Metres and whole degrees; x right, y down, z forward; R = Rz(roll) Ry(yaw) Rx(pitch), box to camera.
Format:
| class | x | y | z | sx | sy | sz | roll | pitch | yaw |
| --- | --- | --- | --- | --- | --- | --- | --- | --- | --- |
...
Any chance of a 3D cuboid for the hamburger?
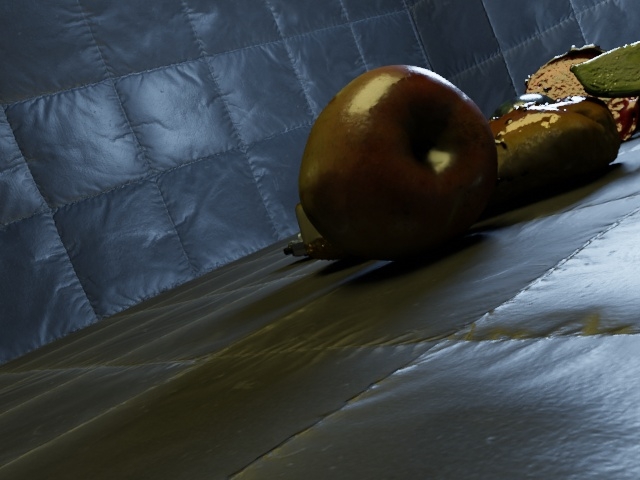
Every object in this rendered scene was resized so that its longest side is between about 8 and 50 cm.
| class | x | y | z | sx | sy | sz | roll | pitch | yaw |
| --- | --- | --- | --- | --- | --- | --- | --- | --- | --- |
| hamburger | 0.086 | -0.056 | 1.573 | 0.276 | 0.179 | 0.294 | -22 | 6 | 34 |

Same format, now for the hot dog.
| class | x | y | z | sx | sy | sz | roll | pitch | yaw |
| --- | --- | --- | --- | --- | --- | --- | --- | --- | --- |
| hot dog | 0.416 | -0.184 | 1.461 | 0.365 | 0.196 | 0.367 | -15 | 10 | 33 |

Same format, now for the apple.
| class | x | y | z | sx | sy | sz | roll | pitch | yaw |
| --- | --- | --- | --- | --- | --- | --- | --- | --- | --- |
| apple | 0.129 | -0.119 | 1.253 | 0.338 | 0.338 | 0.305 | -24 | -7 | -22 |

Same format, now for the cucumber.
| class | x | y | z | sx | sy | sz | roll | pitch | yaw |
| --- | --- | --- | --- | --- | --- | --- | --- | --- | --- |
| cucumber | 0.668 | -0.350 | 1.428 | 0.325 | 0.145 | 0.105 | -19 | -19 | 3 |

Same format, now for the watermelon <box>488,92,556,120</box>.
| class | x | y | z | sx | sy | sz | roll | pitch | yaw |
| --- | --- | --- | --- | --- | --- | --- | --- | --- | --- |
| watermelon | 0.508 | -0.257 | 1.736 | 0.212 | 0.212 | 0.212 | -22 | 4 | 2 |

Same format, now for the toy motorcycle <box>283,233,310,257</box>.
| class | x | y | z | sx | sy | sz | roll | pitch | yaw |
| --- | --- | --- | --- | --- | --- | --- | --- | --- | --- |
| toy motorcycle | 0.000 | 0.000 | 2.006 | 0.152 | 0.073 | 0.225 | -23 | 5 | -34 |

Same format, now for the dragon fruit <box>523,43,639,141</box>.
| class | x | y | z | sx | sy | sz | roll | pitch | yaw |
| --- | --- | --- | --- | --- | --- | --- | --- | --- | --- |
| dragon fruit | 0.695 | -0.376 | 1.865 | 0.343 | 0.282 | 0.100 | 18 | -8 | 40 |

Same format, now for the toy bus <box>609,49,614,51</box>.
| class | x | y | z | sx | sy | sz | roll | pitch | yaw |
| --- | --- | --- | --- | --- | --- | --- | --- | --- | --- |
| toy bus | 0.825 | -0.414 | 2.000 | 0.287 | 0.232 | 0.194 | -28 | 4 | -40 |
